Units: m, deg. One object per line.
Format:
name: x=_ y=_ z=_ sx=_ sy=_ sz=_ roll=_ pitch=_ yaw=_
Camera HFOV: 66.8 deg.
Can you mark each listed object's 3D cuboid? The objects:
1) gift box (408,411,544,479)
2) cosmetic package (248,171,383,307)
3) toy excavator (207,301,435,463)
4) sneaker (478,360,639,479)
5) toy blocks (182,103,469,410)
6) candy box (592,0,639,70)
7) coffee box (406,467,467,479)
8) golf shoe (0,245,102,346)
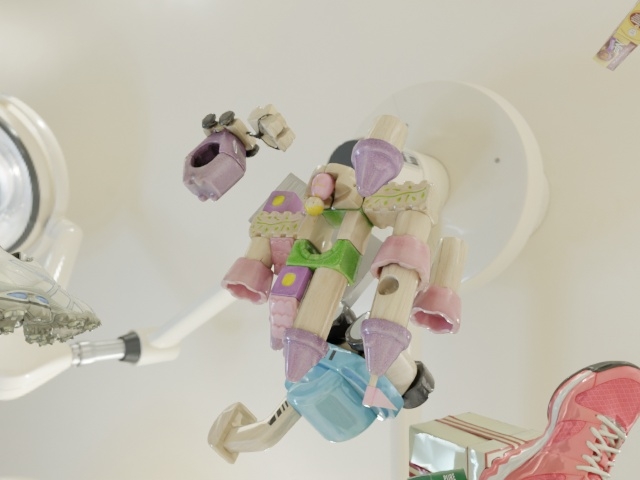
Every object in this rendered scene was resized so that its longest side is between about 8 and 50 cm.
gift box: x=0.369 y=0.551 z=1.073 sx=0.258 sy=0.255 sz=0.276 roll=-8 pitch=-94 yaw=58
cosmetic package: x=0.000 y=0.000 z=0.886 sx=0.238 sy=0.107 sz=0.127 roll=41 pitch=-96 yaw=16
toy excavator: x=-0.032 y=0.369 z=1.134 sx=0.222 sy=0.445 sz=0.433 roll=54 pitch=-25 yaw=-21
sneaker: x=0.366 y=0.313 z=0.680 sx=0.116 sy=0.136 sz=0.314 roll=38 pitch=-84 yaw=-10
toy blocks: x=-0.012 y=0.038 z=0.575 sx=0.289 sy=0.309 sz=0.260 roll=2 pitch=-125 yaw=35
candy box: x=0.614 y=-0.429 z=0.921 sx=0.053 sy=0.109 sz=0.186 roll=37 pitch=-90 yaw=10
coffee box: x=0.178 y=0.403 z=0.638 sx=0.040 sy=0.113 sz=0.184 roll=-30 pitch=-122 yaw=31
golf shoe: x=-0.269 y=0.051 z=0.468 sx=0.069 sy=0.176 sz=0.086 roll=-19 pitch=-108 yaw=-9
